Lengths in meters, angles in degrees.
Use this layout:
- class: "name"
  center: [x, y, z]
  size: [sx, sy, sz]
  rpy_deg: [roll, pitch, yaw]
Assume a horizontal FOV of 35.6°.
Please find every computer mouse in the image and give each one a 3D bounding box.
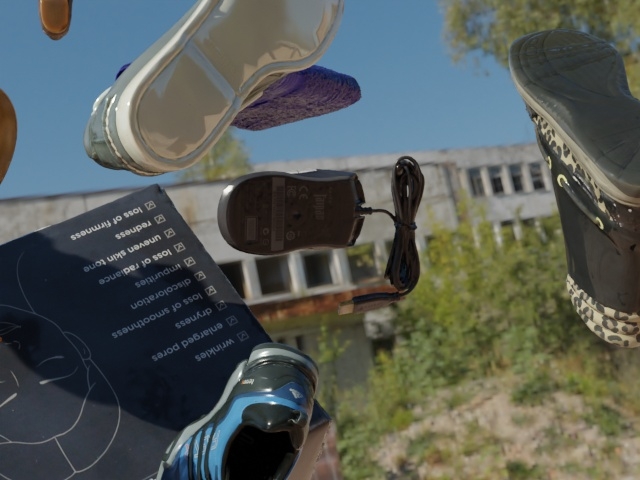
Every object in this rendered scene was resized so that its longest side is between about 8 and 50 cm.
- class: "computer mouse"
  center: [0.000, 0.000, 1.171]
  size: [0.262, 0.184, 0.060]
  rpy_deg: [-8, 13, -24]

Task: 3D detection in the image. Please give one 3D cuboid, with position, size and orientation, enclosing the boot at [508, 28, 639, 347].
- class: "boot"
  center: [0.210, -0.047, 0.794]
  size: [0.085, 0.236, 0.178]
  rpy_deg: [-13, -50, -3]

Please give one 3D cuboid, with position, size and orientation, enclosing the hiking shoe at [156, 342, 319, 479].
- class: "hiking shoe"
  center: [-0.105, 0.249, 1.067]
  size: [0.113, 0.132, 0.304]
  rpy_deg: [23, -63, -12]

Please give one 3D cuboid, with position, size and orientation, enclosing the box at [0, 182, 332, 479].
- class: "box"
  center: [-0.322, 0.244, 1.424]
  size: [0.480, 0.471, 0.297]
  rpy_deg: [-25, -31, -26]

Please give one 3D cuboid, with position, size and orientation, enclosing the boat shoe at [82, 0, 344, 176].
- class: "boat shoe"
  center: [-0.091, -0.167, 0.886]
  size: [0.099, 0.116, 0.319]
  rpy_deg: [-10, 33, 45]

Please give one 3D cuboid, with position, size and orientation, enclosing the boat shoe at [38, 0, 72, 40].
- class: "boat shoe"
  center: [-0.510, -0.489, 1.915]
  size: [0.073, 0.207, 0.073]
  rpy_deg: [5, -6, -12]

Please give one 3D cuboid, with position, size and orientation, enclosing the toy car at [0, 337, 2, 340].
- class: "toy car"
  center: [-0.415, 0.156, 0.975]
  size: [0.238, 0.219, 0.210]
  rpy_deg: [-24, -1, -8]

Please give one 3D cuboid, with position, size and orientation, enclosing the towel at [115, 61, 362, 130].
- class: "towel"
  center: [-0.111, -0.213, 1.447]
  size: [0.228, 0.076, 0.308]
  rpy_deg: [-2, -1, 36]

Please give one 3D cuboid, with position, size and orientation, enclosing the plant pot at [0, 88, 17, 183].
- class: "plant pot"
  center: [-0.451, -0.088, 1.158]
  size: [0.236, 0.032, 0.236]
  rpy_deg: [-51, -17, -22]
